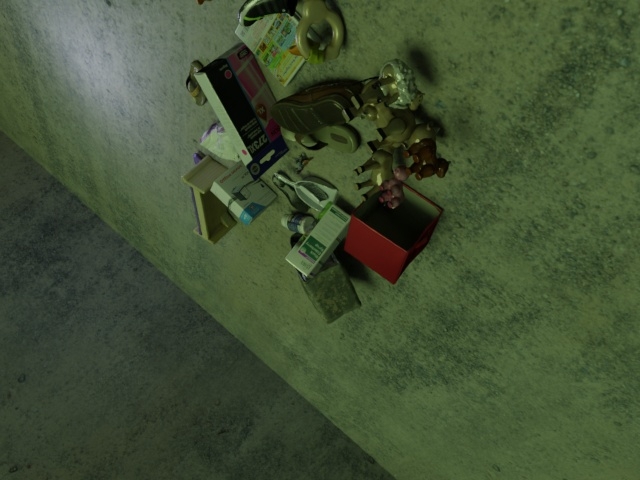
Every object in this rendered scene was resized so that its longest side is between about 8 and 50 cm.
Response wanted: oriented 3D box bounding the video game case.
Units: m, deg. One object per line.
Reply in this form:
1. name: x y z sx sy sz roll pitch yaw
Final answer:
1. video game case: -0.118 -0.542 1.617 0.206 0.026 0.227 47 151 -5

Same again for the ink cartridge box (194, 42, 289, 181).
1. ink cartridge box: -0.208 -0.371 1.800 0.069 0.176 0.370 11 138 44

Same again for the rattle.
1. rattle: -0.018 -0.533 1.454 0.142 0.130 0.199 -112 11 -57

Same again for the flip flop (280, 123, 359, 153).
1. flip flop: -0.014 -0.298 1.750 0.277 0.080 0.112 23 145 34

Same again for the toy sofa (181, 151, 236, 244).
1. toy sofa: -0.458 -0.165 2.427 0.177 0.150 0.362 32 150 18

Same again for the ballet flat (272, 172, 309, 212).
1. ballet flat: -0.097 -0.166 2.086 0.057 0.049 0.173 -33 108 28

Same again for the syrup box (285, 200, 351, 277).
1. syrup box: 0.000 0.000 1.954 0.093 0.236 0.096 37 178 13

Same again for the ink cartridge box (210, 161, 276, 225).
1. ink cartridge box: -0.276 -0.171 2.193 0.191 0.139 0.082 44 153 -1

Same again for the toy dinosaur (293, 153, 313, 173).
1. toy dinosaur: -0.060 -0.236 1.938 0.090 0.047 0.082 17 162 23

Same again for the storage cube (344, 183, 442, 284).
1. storage cube: 0.200 -0.030 1.727 0.215 0.183 0.193 35 152 15

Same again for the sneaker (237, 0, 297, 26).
1. sneaker: -0.111 -0.569 1.471 0.097 0.084 0.235 49 138 -12

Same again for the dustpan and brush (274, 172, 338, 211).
1. dustpan and brush: -0.054 -0.171 1.989 0.211 0.060 0.147 38 151 10

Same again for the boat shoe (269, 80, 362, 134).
1. boat shoe: -0.009 -0.361 1.642 0.307 0.104 0.110 8 144 45

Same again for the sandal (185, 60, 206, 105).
1. sandal: -0.416 -0.513 2.013 0.072 0.049 0.180 37 151 12

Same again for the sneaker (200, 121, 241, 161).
1. sneaker: -0.287 -0.344 2.041 0.152 0.114 0.305 40 159 -22

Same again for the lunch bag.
1. lunch bag: 0.003 0.111 2.171 0.235 0.169 0.287 64 176 -38

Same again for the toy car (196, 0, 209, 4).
1. toy car: -0.332 -0.714 1.550 0.219 0.210 0.238 12 168 25

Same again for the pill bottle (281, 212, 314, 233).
1. pill bottle: -0.081 -0.062 2.165 0.120 0.067 0.067 15 140 42

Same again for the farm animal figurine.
1. farm animal figurine: 0.186 -0.254 1.483 0.326 0.172 0.330 63 156 -9
